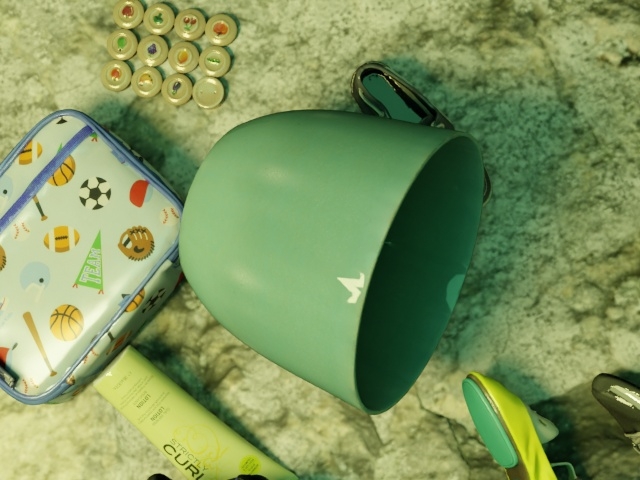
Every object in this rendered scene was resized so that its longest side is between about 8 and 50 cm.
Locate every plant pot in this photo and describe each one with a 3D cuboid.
[{"bbox_3d":[0.000,0.000,1.355,0.235,0.293,0.293,19,88,22],"label":"plant pot"}]

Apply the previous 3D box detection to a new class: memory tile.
[{"bbox_3d":[-0.173,-0.212,1.515,0.148,0.012,0.113,11,88,7],"label":"memory tile"}]

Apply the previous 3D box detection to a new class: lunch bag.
[{"bbox_3d":[-0.296,0.021,1.464,0.243,0.115,0.303,42,90,9],"label":"lunch bag"}]

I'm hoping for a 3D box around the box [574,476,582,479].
[{"bbox_3d":[0.333,0.333,1.288,0.044,0.233,0.159,-46,109,-2],"label":"box"}]

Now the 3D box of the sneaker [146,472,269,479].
[{"bbox_3d":[-0.082,0.341,1.337,0.315,0.127,0.182,36,101,9],"label":"sneaker"}]

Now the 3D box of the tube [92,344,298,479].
[{"bbox_3d":[-0.140,0.214,1.454,0.240,0.062,0.070,44,133,-8],"label":"tube"}]

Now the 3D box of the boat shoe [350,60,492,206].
[{"bbox_3d":[0.107,-0.113,1.451,0.075,0.065,0.206,-42,83,2],"label":"boat shoe"}]

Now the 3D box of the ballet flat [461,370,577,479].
[{"bbox_3d":[0.226,0.236,1.418,0.077,0.077,0.231,-22,86,-17],"label":"ballet flat"}]

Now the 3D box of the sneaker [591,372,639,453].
[{"bbox_3d":[0.357,0.246,1.391,0.228,0.086,0.132,34,93,6],"label":"sneaker"}]
